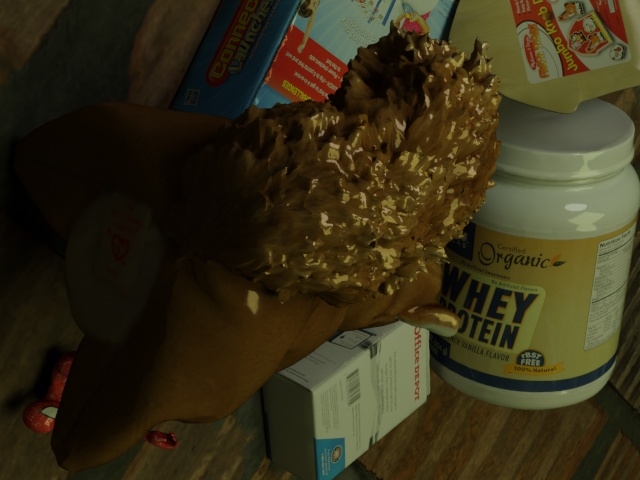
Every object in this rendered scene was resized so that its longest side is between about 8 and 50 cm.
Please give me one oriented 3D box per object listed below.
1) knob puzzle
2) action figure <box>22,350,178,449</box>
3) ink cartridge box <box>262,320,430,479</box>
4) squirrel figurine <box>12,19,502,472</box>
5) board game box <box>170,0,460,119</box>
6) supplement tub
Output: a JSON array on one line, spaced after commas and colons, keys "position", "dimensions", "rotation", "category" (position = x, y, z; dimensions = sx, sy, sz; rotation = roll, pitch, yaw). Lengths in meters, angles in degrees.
[{"position": [0.221, -0.218, 1.637], "dimensions": [0.030, 0.213, 0.213], "rotation": [-65, 178, -90], "category": "knob puzzle"}, {"position": [-0.139, 0.129, 1.517], "dimensions": [0.280, 0.139, 0.091], "rotation": [-25, 139, -40], "category": "action figure"}, {"position": [0.030, 0.157, 1.802], "dimensions": [0.191, 0.082, 0.139], "rotation": [-35, 135, -38], "category": "ink cartridge box"}, {"position": [0.000, 0.000, 1.362], "dimensions": [0.370, 0.397, 0.281], "rotation": [2, 67, -45], "category": "squirrel figurine"}, {"position": [0.033, -0.199, 1.596], "dimensions": [0.308, 0.086, 0.302], "rotation": [30, 85, -55], "category": "board game box"}, {"position": [0.237, 0.006, 1.859], "dimensions": [0.228, 0.228, 0.316], "rotation": [-25, 128, -43], "category": "supplement tub"}]
